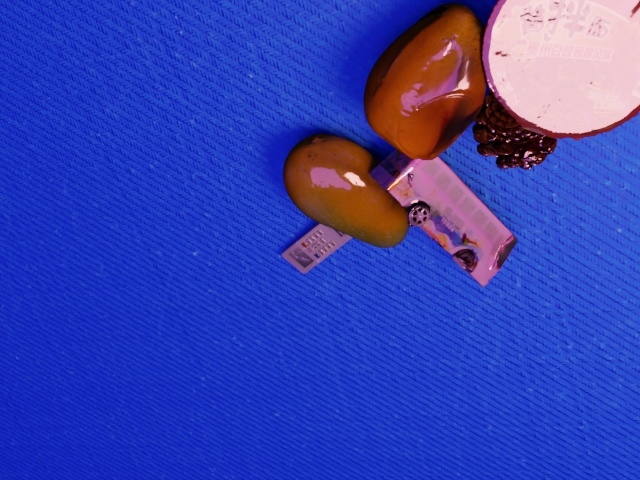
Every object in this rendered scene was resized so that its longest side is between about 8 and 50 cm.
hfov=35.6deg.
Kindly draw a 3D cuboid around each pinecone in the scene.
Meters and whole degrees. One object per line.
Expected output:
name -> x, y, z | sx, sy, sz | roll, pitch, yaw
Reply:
pinecone -> 0.300, -0.168, 1.532 | 0.140, 0.140, 0.121 | -2, 153, 18

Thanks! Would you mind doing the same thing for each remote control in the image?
remote control -> 0.000, 0.000, 1.805 | 0.061, 0.029, 0.162 | 42, 130, -13

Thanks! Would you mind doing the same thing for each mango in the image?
mango -> 0.050, -0.078, 1.677 | 0.251, 0.114, 0.156 | 36, 115, -11
mango -> 0.156, -0.249, 1.486 | 0.136, 0.166, 0.236 | 16, 137, -32

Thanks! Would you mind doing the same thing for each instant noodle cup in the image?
instant noodle cup -> 0.363, -0.286, 1.430 | 0.274, 0.090, 0.273 | 1, 115, 2

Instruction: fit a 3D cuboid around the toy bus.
toy bus -> 0.207, -0.043, 1.633 | 0.112, 0.090, 0.274 | -46, 120, 4
